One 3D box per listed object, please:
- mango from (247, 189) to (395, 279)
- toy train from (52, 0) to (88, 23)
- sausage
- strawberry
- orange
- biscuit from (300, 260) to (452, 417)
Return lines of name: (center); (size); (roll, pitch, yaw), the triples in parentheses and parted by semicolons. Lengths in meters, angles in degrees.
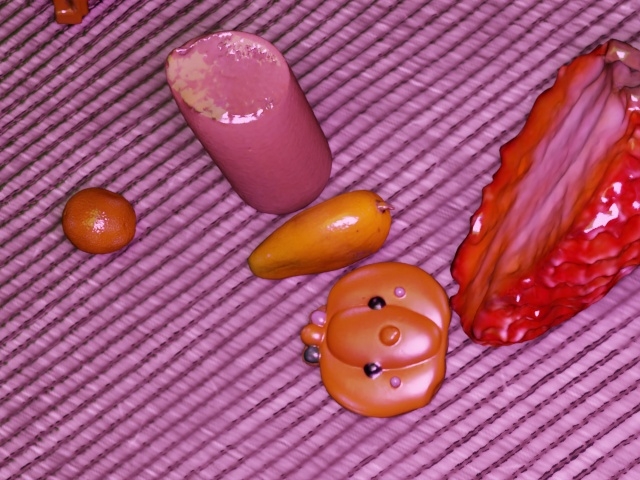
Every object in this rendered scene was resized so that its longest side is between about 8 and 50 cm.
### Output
mango: (0.000, 0.000, 1.400); (0.188, 0.101, 0.066); (-23, 72, 22)
toy train: (-0.257, -0.391, 1.429); (0.232, 0.369, 0.163); (-2, 68, -7)
sausage: (-0.069, -0.123, 1.366); (0.123, 0.253, 0.123); (-4, 72, 11)
strawberry: (0.267, -0.027, 1.303); (0.149, 0.265, 0.336); (26, 111, -19)
orange: (-0.248, -0.022, 1.479); (0.085, 0.085, 0.085); (-3, 77, 13)
biscuit: (0.056, 0.102, 1.388); (0.170, 0.050, 0.170); (-3, 76, 13)
